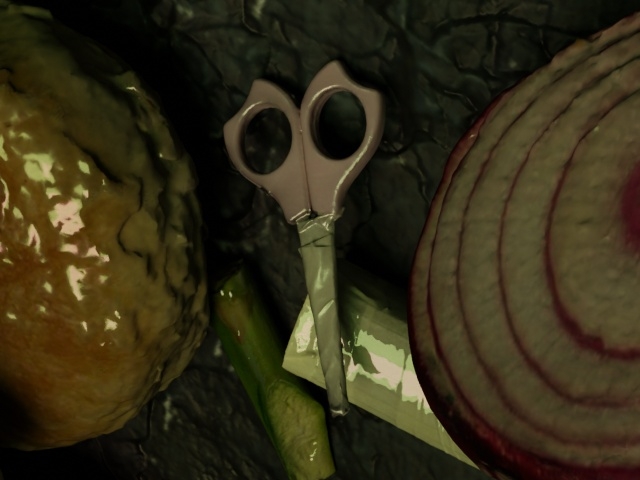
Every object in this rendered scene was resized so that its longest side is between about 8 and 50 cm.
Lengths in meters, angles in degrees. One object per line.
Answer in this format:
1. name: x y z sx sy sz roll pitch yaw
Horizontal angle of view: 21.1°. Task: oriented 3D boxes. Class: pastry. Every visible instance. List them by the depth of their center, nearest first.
1. pastry: -0.214 -0.012 1.099 0.329 0.136 0.330 16 125 25

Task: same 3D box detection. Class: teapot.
1. teapot: 0.087 0.074 1.060 0.200 0.077 0.107 27 108 10

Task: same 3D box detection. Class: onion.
1. onion: 0.222 0.049 0.840 0.336 0.282 0.260 -2 149 47

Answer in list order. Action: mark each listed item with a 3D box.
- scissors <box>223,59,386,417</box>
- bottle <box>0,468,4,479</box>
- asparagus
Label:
1. scissors: 0.000 0.000 1.029 0.110 0.021 0.212 -11 83 28
2. bottle: -0.317 0.059 1.009 0.171 0.171 0.351 -18 106 33
3. asparagus: -0.032 0.095 1.147 0.045 0.041 0.178 -15 112 27
